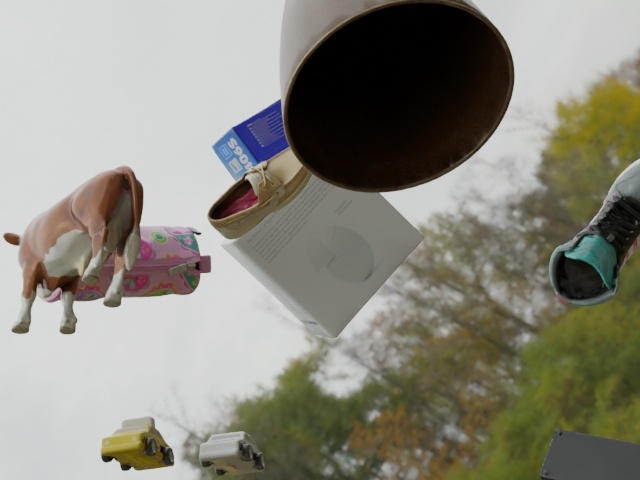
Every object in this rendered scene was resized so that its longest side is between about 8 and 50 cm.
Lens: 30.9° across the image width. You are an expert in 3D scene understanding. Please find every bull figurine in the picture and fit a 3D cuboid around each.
[{"bbox_3d":[-0.333,0.018,1.531,0.101,0.188,0.310,16,-34,-33],"label":"bull figurine"}]

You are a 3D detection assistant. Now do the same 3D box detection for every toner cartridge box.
[{"bbox_3d":[-0.028,-0.187,2.118,0.075,0.165,0.348,-36,0,45],"label":"toner cartridge box"}]

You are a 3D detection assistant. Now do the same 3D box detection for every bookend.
[{"bbox_3d":[0.390,0.323,1.499,0.157,0.156,0.072,51,-124,-41],"label":"bookend"}]

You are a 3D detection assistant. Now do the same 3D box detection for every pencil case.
[{"bbox_3d":[-0.316,0.035,1.840,0.284,0.124,0.124,1,-61,-43],"label":"pencil case"}]

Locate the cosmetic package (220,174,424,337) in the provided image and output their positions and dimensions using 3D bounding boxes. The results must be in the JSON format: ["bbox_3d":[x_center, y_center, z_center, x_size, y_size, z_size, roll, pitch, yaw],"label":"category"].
[{"bbox_3d":[0.000,0.000,1.874,0.224,0.225,0.138,-47,10,-11],"label":"cosmetic package"}]

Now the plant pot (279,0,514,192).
[{"bbox_3d":[0.047,-0.201,1.124,0.215,0.230,0.215,-9,-45,-9],"label":"plant pot"}]

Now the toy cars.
[{"bbox_3d":[-0.260,0.395,2.249,0.394,0.087,0.176,11,-27,-35],"label":"toy cars"}]

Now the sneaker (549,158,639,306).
[{"bbox_3d":[0.476,-0.002,1.918,0.295,0.124,0.178,-61,-11,27],"label":"sneaker"}]

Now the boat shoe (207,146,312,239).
[{"bbox_3d":[-0.080,-0.069,1.541,0.170,0.063,0.059,-43,-31,7],"label":"boat shoe"}]
